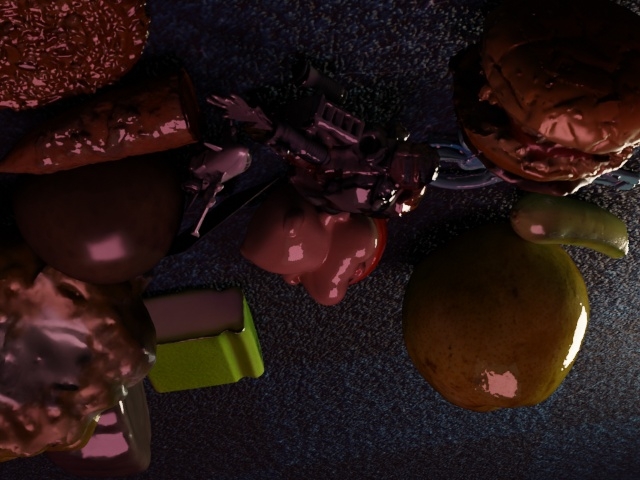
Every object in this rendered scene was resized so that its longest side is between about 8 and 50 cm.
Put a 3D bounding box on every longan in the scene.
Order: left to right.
[{"bbox_3d":[-0.284,-0.041,1.651,0.220,0.196,0.196,-3,153,-8],"label":"longan"}]

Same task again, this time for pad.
[{"bbox_3d":[-0.149,-0.025,1.722,0.164,0.004,0.243,-39,-172,-17],"label":"pad"}]

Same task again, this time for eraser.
[{"bbox_3d":[-0.213,0.175,2.221,0.210,0.092,0.274,-8,155,-2],"label":"eraser"}]

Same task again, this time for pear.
[{"bbox_3d":[0.278,0.134,2.064,0.304,0.304,0.304,-7,154,-3],"label":"pear"}]

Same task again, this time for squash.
[{"bbox_3d":[0.395,-0.025,2.016,0.250,0.083,0.083,11,148,-38],"label":"squash"}]

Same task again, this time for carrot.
[{"bbox_3d":[-0.269,-0.128,1.548,0.263,0.102,0.102,-17,153,8],"label":"carrot"}]

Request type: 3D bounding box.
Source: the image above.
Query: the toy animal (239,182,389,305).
[{"bbox_3d":[0.000,0.000,1.860,0.198,0.171,0.171,12,147,-29],"label":"toy animal"}]

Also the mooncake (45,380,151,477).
[{"bbox_3d":[-0.379,0.245,2.105,0.154,0.306,0.306,-9,154,-1],"label":"mooncake"}]

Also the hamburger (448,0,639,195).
[{"bbox_3d":[0.282,-0.183,1.501,0.244,0.244,0.163,3,152,-22],"label":"hamburger"}]

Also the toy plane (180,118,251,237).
[{"bbox_3d":[-0.130,-0.090,1.584,0.066,0.162,0.171,19,159,-13],"label":"toy plane"}]

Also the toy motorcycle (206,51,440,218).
[{"bbox_3d":[0.009,-0.125,1.613,0.207,0.134,0.401,-2,153,46],"label":"toy motorcycle"}]

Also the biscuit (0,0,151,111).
[{"bbox_3d":[-0.339,-0.228,1.424,0.305,0.038,0.305,-7,154,-3],"label":"biscuit"}]

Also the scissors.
[{"bbox_3d":[0.316,-0.109,1.869,0.393,0.032,0.180,8,150,-31],"label":"scissors"}]

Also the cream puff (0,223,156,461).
[{"bbox_3d":[-0.416,0.130,1.832,0.378,0.378,0.275,6,-167,-27],"label":"cream puff"}]
